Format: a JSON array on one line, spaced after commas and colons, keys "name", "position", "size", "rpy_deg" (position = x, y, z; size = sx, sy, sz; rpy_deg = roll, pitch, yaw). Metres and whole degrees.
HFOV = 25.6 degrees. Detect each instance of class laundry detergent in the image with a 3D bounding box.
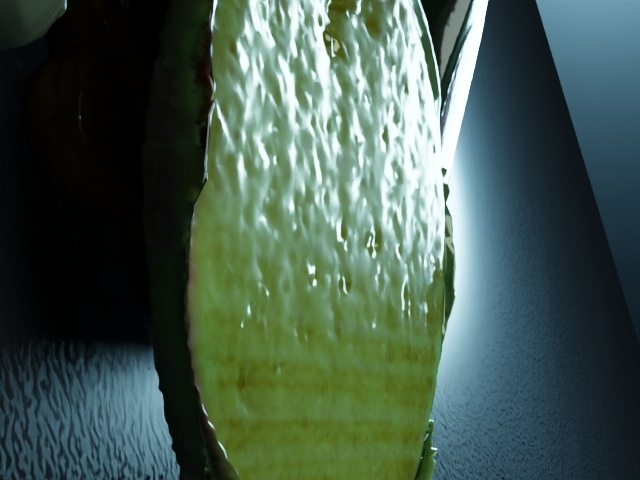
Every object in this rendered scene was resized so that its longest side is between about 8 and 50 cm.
[{"name": "laundry detergent", "position": [0.054, -0.097, 0.748], "size": [0.137, 0.063, 0.211], "rpy_deg": [-16, 120, -76]}]

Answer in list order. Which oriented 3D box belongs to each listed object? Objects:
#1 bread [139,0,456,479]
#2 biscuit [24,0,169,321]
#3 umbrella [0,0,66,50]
[{"name": "bread", "position": [0.001, 0.005, 0.557], "size": [0.301, 0.045, 0.301], "rpy_deg": [-2, 90, -69]}, {"name": "biscuit", "position": [-0.049, -0.040, 0.570], "size": [0.236, 0.039, 0.180], "rpy_deg": [45, 33, -64]}, {"name": "umbrella", "position": [-0.110, -0.107, 0.376], "size": [0.143, 0.062, 0.067], "rpy_deg": [62, 39, -52]}]
